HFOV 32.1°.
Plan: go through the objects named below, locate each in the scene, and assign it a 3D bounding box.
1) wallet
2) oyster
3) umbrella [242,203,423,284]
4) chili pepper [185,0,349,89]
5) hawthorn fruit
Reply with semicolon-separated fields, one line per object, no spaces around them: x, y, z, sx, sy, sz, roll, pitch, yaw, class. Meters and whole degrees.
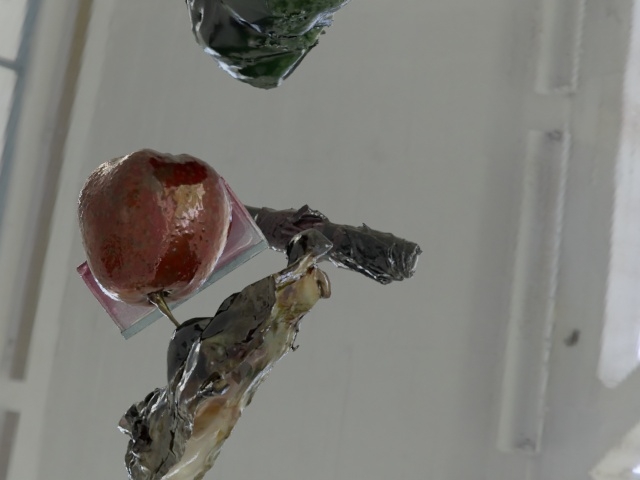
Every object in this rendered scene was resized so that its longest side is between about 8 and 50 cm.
-0.195;0.021;1.466;0.232;0.119;0.025;-33;-167;5;wallet
-0.104;0.136;1.072;0.096;0.221;0.361;44;-43;12;oyster
0.000;0.000;1.763;0.326;0.094;0.090;14;-98;21;umbrella
-0.060;-0.237;1.073;0.148;0.116;0.264;55;-34;-1;chili pepper
-0.172;0.010;1.149;0.162;0.162;0.203;-16;-117;46;hawthorn fruit
